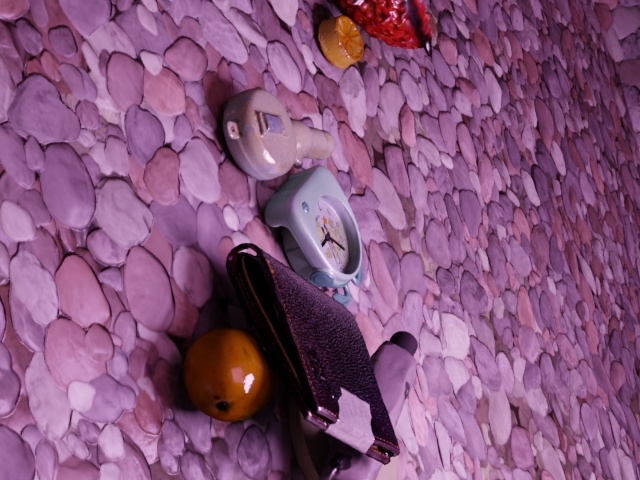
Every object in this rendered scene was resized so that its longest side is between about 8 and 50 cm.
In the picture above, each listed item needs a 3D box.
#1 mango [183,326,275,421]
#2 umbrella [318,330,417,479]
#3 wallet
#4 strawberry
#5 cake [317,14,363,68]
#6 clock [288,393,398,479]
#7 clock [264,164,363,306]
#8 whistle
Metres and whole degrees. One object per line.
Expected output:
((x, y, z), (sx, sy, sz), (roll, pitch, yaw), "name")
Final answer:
((-0.100, 0.155, 1.543), (0.163, 0.089, 0.111), (3, 61, -66), "mango")
((0.072, 0.230, 1.758), (0.073, 0.067, 0.337), (38, 36, -7), "umbrella")
((-0.003, 0.139, 1.626), (0.221, 0.071, 0.262), (41, 20, -52), "wallet")
((0.097, -0.388, 2.165), (0.233, 0.137, 0.306), (67, 5, 27), "strawberry")
((0.031, -0.315, 2.088), (0.084, 0.044, 0.084), (36, 44, -45), "cake")
((0.031, 0.259, 1.775), (0.235, 0.029, 0.235), (36, 43, -44), "clock")
((0.001, 0.000, 1.836), (0.189, 0.060, 0.148), (64, 29, -15), "clock")
((-0.055, -0.143, 1.820), (0.258, 0.067, 0.126), (4, 71, -62), "whistle")
